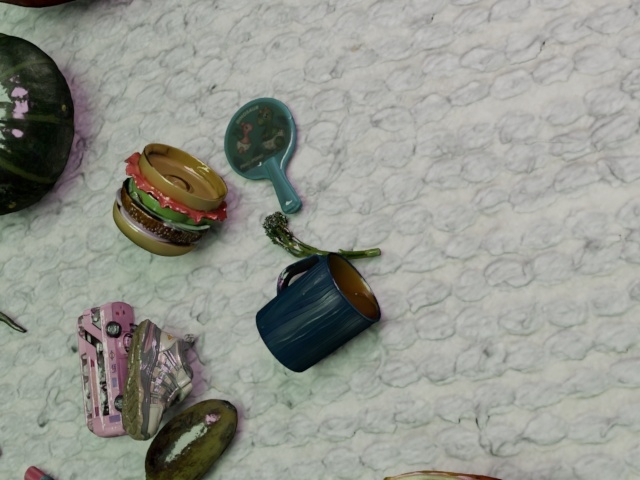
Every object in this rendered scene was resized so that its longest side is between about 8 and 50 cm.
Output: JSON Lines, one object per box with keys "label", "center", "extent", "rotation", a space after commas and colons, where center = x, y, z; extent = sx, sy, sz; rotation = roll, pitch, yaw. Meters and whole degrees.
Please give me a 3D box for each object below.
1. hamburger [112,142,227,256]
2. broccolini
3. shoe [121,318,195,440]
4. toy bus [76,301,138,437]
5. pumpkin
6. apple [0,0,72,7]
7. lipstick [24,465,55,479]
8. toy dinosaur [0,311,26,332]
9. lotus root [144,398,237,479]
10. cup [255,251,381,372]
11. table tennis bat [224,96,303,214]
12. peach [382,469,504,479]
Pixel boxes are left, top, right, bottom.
{"label": "hamburger", "center": [-0.230, -0.052, 1.615], "extent": [0.175, 0.175, 0.137], "rotation": [46, 114, 26]}
{"label": "broccolini", "center": [-0.001, 0.006, 1.561], "extent": [0.194, 0.054, 0.052], "rotation": [16, 118, 22]}
{"label": "shoe", "center": [-0.235, 0.208, 1.596], "extent": [0.089, 0.092, 0.180], "rotation": [139, 137, -56]}
{"label": "toy bus", "center": [-0.321, 0.199, 1.666], "extent": [0.090, 0.063, 0.203], "rotation": [-14, 75, 25]}
{"label": "pumpkin", "center": [-0.537, -0.186, 1.775], "extent": [0.300, 0.207, 0.300], "rotation": [-1, 87, 15]}
{"label": "apple", "center": [-0.437, -0.560, 1.751], "extent": [0.328, 0.295, 0.365], "rotation": [-13, 70, -3]}
{"label": "lipstick", "center": [-0.372, 0.408, 1.660], "extent": [0.234, 0.053, 0.053], "rotation": [26, 93, 30]}
{"label": "toy dinosaur", "center": [-0.591, 0.192, 1.833], "extent": [0.178, 0.087, 0.187], "rotation": [14, 105, -7]}
{"label": "lotus root", "center": [-0.191, 0.296, 1.570], "extent": [0.179, 0.080, 0.089], "rotation": [-48, 63, 9]}
{"label": "cup", "center": [-0.005, 0.095, 1.511], "extent": [0.138, 0.150, 0.113], "rotation": [-37, 106, 18]}
{"label": "table tennis bat", "center": [-0.076, -0.124, 1.622], "extent": [0.124, 0.033, 0.201], "rotation": [-35, 62, 18]}
{"label": "peach", "center": [0.172, 0.476, 1.264], "extent": [0.306, 0.242, 0.381], "rotation": [5, 68, 7]}
